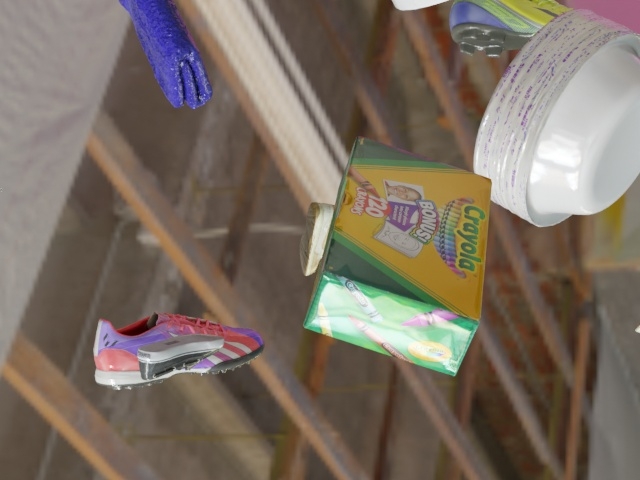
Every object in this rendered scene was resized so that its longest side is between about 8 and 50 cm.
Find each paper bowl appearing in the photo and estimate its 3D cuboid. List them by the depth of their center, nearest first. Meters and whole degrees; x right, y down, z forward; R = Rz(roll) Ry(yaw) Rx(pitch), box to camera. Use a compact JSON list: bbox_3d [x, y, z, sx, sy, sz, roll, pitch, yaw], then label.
[{"bbox_3d":[0.343,-0.149,1.836,0.284,0.148,0.284,-35,-37,-32],"label":"paper bowl"}]

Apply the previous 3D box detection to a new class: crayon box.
[{"bbox_3d":[0.089,0.010,1.495,0.278,0.165,0.081,-76,4,-55],"label":"crayon box"}]

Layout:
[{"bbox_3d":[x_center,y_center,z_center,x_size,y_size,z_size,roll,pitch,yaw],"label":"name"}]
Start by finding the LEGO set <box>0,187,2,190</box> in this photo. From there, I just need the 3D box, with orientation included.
[{"bbox_3d":[-0.473,-0.076,1.953,0.083,0.023,0.054,66,-144,-69],"label":"LEGO set"}]

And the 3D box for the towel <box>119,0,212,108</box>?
[{"bbox_3d":[-0.277,-0.369,2.215,0.308,0.076,0.228,61,176,16],"label":"towel"}]

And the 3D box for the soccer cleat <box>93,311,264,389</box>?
[{"bbox_3d":[-0.235,0.171,2.369,0.318,0.108,0.117,-8,-82,-32],"label":"soccer cleat"}]

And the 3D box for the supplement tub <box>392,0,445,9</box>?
[{"bbox_3d":[0.078,-0.374,1.089,0.331,0.241,0.241,62,-149,-17],"label":"supplement tub"}]

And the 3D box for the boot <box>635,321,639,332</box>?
[{"bbox_3d":[0.575,0.183,2.224,0.213,0.165,0.077,-64,-6,0],"label":"boot"}]

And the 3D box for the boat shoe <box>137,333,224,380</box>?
[{"bbox_3d":[-0.180,0.148,1.787,0.142,0.049,0.040,-9,-75,-49],"label":"boat shoe"}]

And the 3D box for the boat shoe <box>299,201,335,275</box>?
[{"bbox_3d":[0.000,0.000,2.029,0.135,0.045,0.050,105,156,-46],"label":"boat shoe"}]

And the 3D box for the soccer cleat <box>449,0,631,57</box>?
[{"bbox_3d":[0.339,-0.334,2.109,0.093,0.289,0.121,101,175,-69],"label":"soccer cleat"}]
